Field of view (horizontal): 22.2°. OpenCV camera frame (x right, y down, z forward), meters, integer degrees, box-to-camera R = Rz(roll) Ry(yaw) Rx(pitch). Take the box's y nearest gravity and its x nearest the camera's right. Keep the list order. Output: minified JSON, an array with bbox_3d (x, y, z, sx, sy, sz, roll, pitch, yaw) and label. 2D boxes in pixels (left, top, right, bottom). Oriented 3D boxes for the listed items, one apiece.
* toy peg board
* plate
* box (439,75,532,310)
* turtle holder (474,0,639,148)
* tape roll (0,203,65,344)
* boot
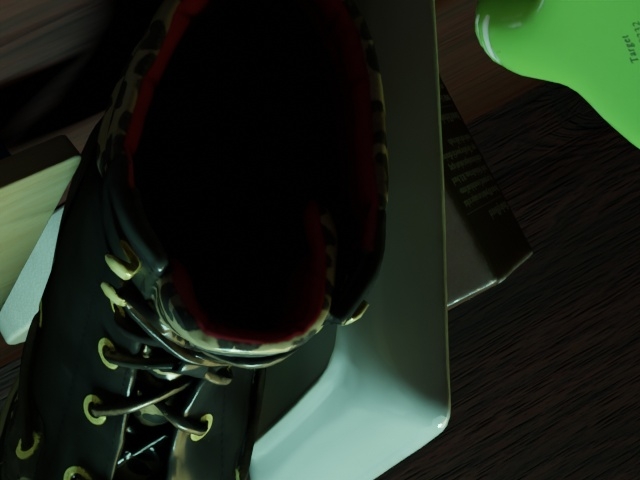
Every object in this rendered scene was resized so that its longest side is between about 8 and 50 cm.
[{"bbox_3d":[-0.219,0.003,0.767,0.161,0.079,0.160,-29,164,-40],"label":"toy peg board"},{"bbox_3d":[0.000,0.000,0.879,0.045,0.278,0.277,6,158,-14],"label":"plate"},{"bbox_3d":[0.019,-0.032,1.135,0.168,0.203,0.167,-28,179,17],"label":"box"},{"bbox_3d":[0.247,-0.145,0.890,0.320,0.243,0.227,-42,-174,45],"label":"turtle holder"},{"bbox_3d":[-0.116,-0.028,1.419,0.392,0.072,0.392,-29,179,-1],"label":"tape roll"},{"bbox_3d":[-0.071,0.062,0.777,0.138,0.377,0.284,14,161,-12],"label":"boot"}]
